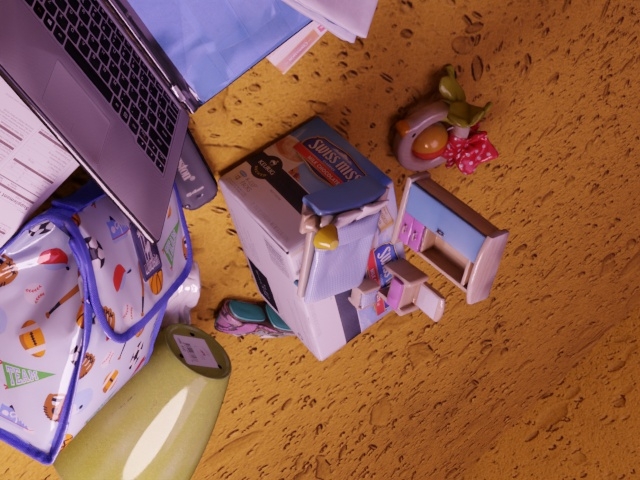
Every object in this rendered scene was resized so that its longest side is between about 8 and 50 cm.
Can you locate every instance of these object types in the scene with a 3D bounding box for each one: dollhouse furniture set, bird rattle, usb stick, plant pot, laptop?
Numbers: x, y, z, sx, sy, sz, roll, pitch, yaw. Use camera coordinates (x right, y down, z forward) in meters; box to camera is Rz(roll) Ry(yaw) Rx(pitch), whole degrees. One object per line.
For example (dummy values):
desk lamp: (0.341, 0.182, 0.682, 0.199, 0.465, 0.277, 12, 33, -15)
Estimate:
dollhouse furniture set: (0.105, 0.064, 1.664, 0.303, 0.198, 0.286, -18, 134, -35)
bird rattle: (0.234, -0.213, 2.016, 0.206, 0.143, 0.253, -24, 154, -8)
usb stick: (-0.236, -0.147, 1.655, 0.077, 0.045, 0.278, -37, 144, -10)
plant pot: (-0.292, 0.298, 1.824, 0.274, 0.275, 0.293, 11, 125, -49)
laptop: (-0.191, -0.285, 1.342, 0.236, 0.408, 0.382, -14, 136, 23)

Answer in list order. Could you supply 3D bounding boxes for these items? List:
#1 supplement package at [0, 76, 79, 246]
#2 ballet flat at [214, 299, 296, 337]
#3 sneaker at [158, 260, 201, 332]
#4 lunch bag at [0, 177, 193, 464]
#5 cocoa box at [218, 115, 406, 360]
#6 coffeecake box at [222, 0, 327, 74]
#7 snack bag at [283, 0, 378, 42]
supplement package: (-0.474, -0.123, 1.318, 0.263, 0.199, 0.198, -46, 145, 3)
ballet flat: (-0.123, 0.164, 2.065, 0.221, 0.077, 0.079, 10, 138, -43)
sneaker: (-0.287, 0.118, 1.857, 0.115, 0.090, 0.232, 3, 134, -16)
lunch bag: (-0.350, 0.077, 1.525, 0.328, 0.238, 0.386, -53, 166, -65)
cocoa box: (0.000, 0.000, 1.869, 0.228, 0.231, 0.347, -34, 143, -15)
coffeecake box: (-0.068, -0.365, 1.576, 0.142, 0.068, 0.185, -45, 144, 4)
snack bag: (0.006, -0.487, 1.457, 0.342, 0.037, 0.323, 18, 91, -50)
